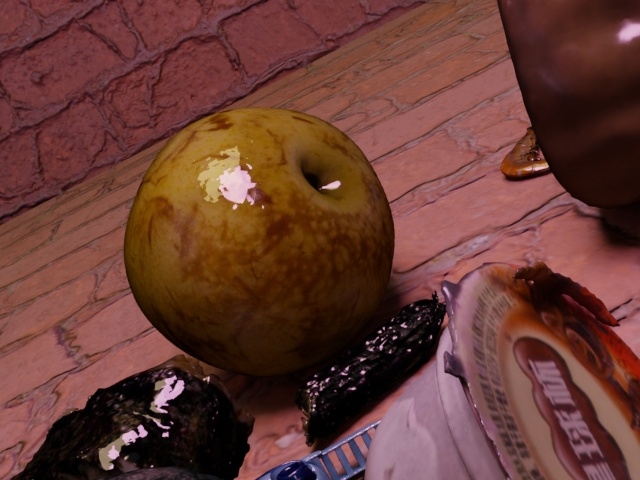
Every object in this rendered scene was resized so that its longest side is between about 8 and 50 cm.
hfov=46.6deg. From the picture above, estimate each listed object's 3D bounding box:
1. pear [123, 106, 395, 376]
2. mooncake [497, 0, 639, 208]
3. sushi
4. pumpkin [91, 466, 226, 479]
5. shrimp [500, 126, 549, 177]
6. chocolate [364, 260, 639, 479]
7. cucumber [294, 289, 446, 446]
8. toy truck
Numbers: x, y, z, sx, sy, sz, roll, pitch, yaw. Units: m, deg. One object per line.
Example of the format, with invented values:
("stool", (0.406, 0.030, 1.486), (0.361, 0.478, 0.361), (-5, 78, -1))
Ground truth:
("pear", (-0.063, 0.005, 0.744), (0.283, 0.284, 0.283), (-24, 21, 10))
("mooncake", (0.292, -0.191, 0.670), (0.187, 0.324, 0.324), (-13, 25, 31))
("sushi", (-0.128, 0.174, 0.537), (0.212, 0.147, 0.115), (-40, 13, 41))
("pumpkin", (-0.066, 0.209, 0.321), (0.162, 0.220, 0.220), (-18, 11, -38))
("shrimp", (0.274, -0.116, 0.927), (0.091, 0.025, 0.127), (-13, 30, 34))
("chocolate", (0.104, 0.126, 0.402), (0.147, 0.221, 0.221), (-44, 7, 38))
("cucumber", (0.047, 0.109, 0.650), (0.181, 0.053, 0.053), (-34, 21, -22))
("toy truck", (-0.003, 0.180, 0.535), (0.136, 0.063, 0.074), (-27, 1, -7))
